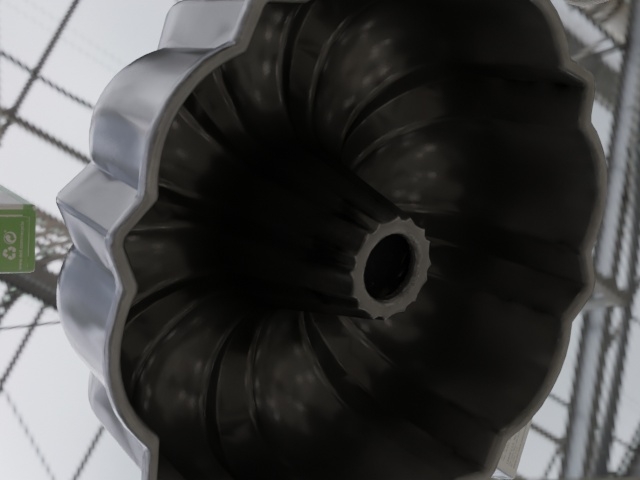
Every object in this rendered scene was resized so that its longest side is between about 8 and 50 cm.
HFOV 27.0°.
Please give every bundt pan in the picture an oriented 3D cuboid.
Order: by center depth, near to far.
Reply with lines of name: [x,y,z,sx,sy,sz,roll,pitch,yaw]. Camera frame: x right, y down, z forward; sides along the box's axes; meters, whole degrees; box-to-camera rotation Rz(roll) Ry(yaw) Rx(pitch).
bundt pan: [0.000,0.000,0.716,0.330,0.124,0.331,-13,-68,-36]

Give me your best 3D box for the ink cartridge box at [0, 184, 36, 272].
ink cartridge box: [-0.340,-0.018,0.963,0.235,0.171,0.056,-1,-79,-27]

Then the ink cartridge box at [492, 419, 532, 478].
ink cartridge box: [0.131,0.095,1.280,0.232,0.066,0.189,37,-118,-31]

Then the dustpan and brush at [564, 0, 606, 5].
dustpan and brush: [0.304,-0.321,1.602,0.147,0.211,0.060,58,-167,-52]
